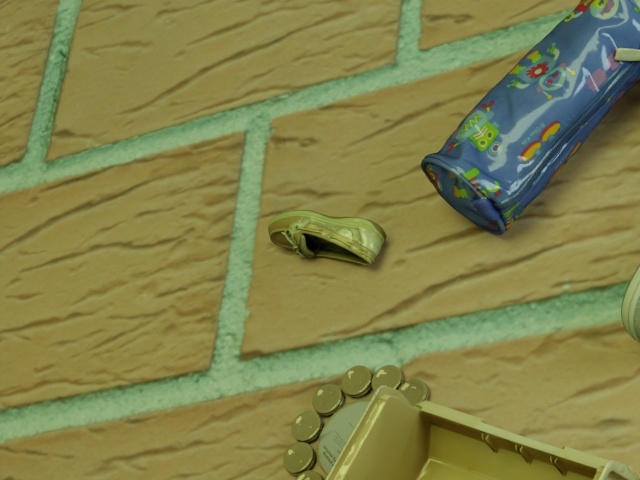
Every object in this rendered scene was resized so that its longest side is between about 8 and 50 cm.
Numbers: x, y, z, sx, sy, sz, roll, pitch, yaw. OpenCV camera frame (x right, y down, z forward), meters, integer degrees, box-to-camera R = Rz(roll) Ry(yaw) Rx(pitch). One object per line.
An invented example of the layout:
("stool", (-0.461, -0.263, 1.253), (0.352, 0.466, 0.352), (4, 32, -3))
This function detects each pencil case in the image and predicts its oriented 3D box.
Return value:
("pencil case", (0.253, -0.146, 1.753), (0.306, 0.119, 0.133), (-46, 29, -3))

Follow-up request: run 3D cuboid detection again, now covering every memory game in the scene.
("memory game", (0.043, 0.214, 1.696), (0.186, 0.012, 0.186), (-17, 51, 22))

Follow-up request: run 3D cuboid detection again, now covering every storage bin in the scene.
("storage bin", (0.128, 0.285, 1.468), (0.262, 0.123, 0.260), (14, 66, 40))

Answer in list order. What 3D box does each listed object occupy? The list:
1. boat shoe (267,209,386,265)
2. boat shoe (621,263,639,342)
("boat shoe", (0.001, 0.001, 1.855), (0.153, 0.056, 0.048), (7, 57, 28))
("boat shoe", (0.434, 0.005, 1.530), (0.320, 0.118, 0.103), (-32, 41, -1))
